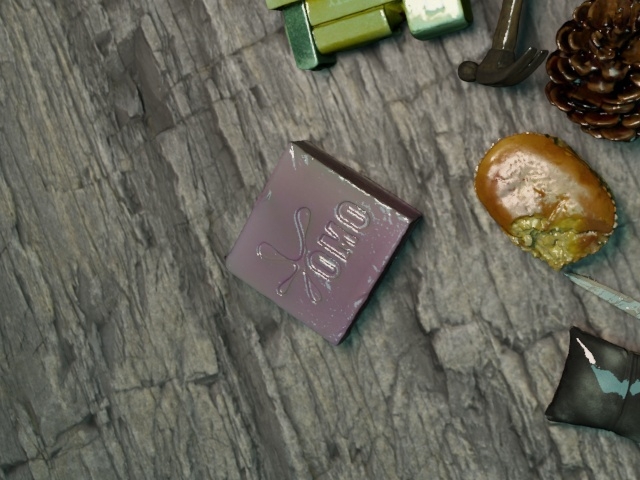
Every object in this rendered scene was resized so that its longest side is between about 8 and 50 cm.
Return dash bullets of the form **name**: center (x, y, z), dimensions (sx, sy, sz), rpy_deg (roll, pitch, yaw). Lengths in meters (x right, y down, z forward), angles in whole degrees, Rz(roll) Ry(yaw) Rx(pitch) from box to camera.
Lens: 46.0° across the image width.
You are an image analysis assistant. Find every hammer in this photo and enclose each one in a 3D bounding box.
- **hammer**: center (0.317, -0.465, 1.194), dimensions (0.168, 0.044, 0.439), rpy_deg (25, 110, 57)

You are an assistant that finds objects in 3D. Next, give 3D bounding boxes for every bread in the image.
- **bread**: center (0.379, -0.074, 1.277), dimensions (0.250, 0.133, 0.179), rpy_deg (46, 107, 6)

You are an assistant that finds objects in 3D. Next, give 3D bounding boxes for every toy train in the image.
- **toy train**: center (0.075, -0.450, 1.307), dimensions (0.397, 0.160, 0.253), rpy_deg (-11, 102, 20)

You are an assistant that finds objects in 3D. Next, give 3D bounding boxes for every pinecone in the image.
- **pinecone**: center (0.457, -0.272, 1.156), dimensions (0.224, 0.272, 0.224), rpy_deg (-10, 66, 23)

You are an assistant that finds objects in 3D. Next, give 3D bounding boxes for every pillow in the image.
- **pillow**: center (0.531, 0.263, 1.295), dimensions (0.250, 0.106, 0.185), rpy_deg (14, 108, 15)

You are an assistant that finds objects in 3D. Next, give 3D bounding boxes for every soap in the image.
- **soap**: center (0.000, 0.000, 1.439), dimensions (0.285, 0.107, 0.296), rpy_deg (33, 108, 14)

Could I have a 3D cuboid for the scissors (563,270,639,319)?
- **scissors**: center (0.561, 0.126, 1.306), dimensions (0.300, 0.022, 0.109), rpy_deg (28, 104, 14)
